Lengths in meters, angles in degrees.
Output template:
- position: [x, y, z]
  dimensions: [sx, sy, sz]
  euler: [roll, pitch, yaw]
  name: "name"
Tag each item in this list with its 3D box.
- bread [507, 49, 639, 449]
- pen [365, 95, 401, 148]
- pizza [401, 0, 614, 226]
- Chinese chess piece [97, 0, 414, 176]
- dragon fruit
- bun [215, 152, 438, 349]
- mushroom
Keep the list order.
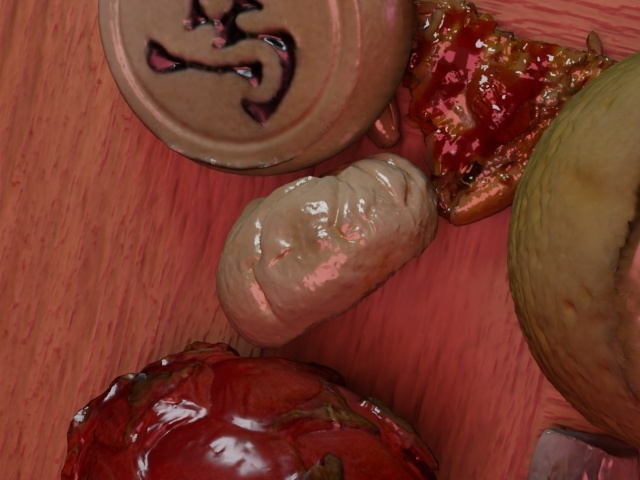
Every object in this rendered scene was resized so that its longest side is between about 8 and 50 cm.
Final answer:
- position: [0.289, 0.006, 1.392]
  dimensions: [0.321, 0.237, 0.320]
  euler: [-1, 101, -7]
  name: "bread"
- position: [-0.001, -0.176, 1.524]
  dimensions: [0.040, 0.032, 0.233]
  euler: [-32, 90, 27]
  name: "pen"
- position: [0.113, -0.125, 1.495]
  dimensions: [0.199, 0.062, 0.188]
  euler: [43, 100, 5]
  name: "pizza"
- position: [-0.051, -0.173, 1.475]
  dimensions: [0.250, 0.101, 0.250]
  euler: [7, 107, 23]
  name: "Chinese chess piece"
- position: [-0.044, 0.222, 1.457]
  dimensions: [0.342, 0.277, 0.277]
  euler: [28, 101, 21]
  name: "dragon fruit"
- position: [0.000, 0.000, 1.476]
  dimensions: [0.188, 0.164, 0.111]
  euler: [-34, 92, 29]
  name: "bun"
- position: [0.179, 0.253, 1.516]
  dimensions: [0.092, 0.081, 0.223]
  euler: [23, 103, -11]
  name: "mushroom"
